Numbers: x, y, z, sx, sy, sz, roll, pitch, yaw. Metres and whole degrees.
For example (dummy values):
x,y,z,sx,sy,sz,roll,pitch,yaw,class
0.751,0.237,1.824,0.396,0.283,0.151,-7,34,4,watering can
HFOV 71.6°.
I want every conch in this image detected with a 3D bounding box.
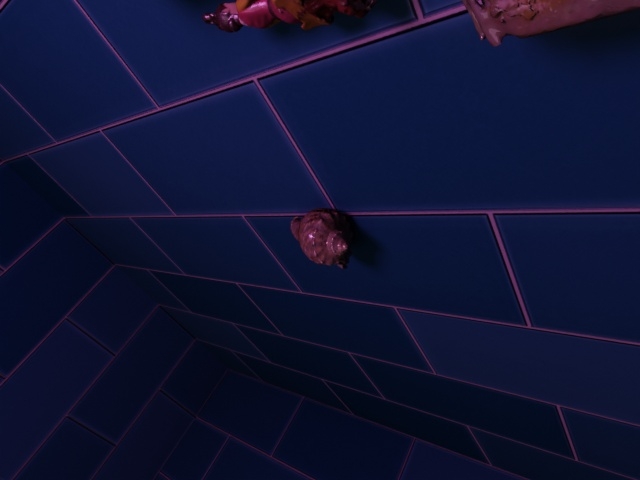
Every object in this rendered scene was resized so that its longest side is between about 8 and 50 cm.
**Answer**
x,y,z,sx,sy,sz,roll,pitch,yaw,class
0.000,0.000,0.963,0.207,0.130,0.155,16,135,53,conch

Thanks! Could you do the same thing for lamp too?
x,y,z,sx,sy,sz,roll,pitch,yaw,class
-0.044,-0.327,0.561,0.253,0.118,0.118,13,144,37,lamp

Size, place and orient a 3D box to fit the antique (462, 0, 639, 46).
x,y,z,sx,sy,sz,roll,pitch,yaw,class
0.250,-0.261,0.351,0.284,0.125,0.150,-6,131,48,antique
